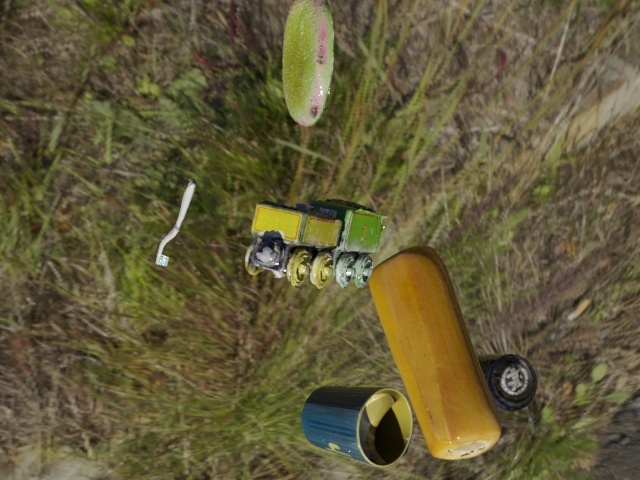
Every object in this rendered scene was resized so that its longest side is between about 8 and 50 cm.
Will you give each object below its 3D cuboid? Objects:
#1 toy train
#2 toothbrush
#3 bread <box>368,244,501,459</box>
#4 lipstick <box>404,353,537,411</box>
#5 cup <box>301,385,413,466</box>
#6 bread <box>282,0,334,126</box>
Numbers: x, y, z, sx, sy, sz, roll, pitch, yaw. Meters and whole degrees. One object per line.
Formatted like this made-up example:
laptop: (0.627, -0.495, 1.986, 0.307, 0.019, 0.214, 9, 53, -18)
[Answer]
toy train: (0.000, 0.000, 0.841, 0.060, 0.202, 0.081, 14, 93, 24)
toothbrush: (-0.209, -0.023, 1.352, 0.022, 0.204, 0.017, 20, 49, -9)
bread: (0.125, 0.123, 1.038, 0.093, 0.074, 0.239, -23, 73, 15)
lipstick: (0.195, 0.197, 1.312, 0.081, 0.300, 0.081, 3, 82, -19)
cup: (0.070, 0.319, 1.612, 0.155, 0.176, 0.131, 0, 56, 47)
bread: (-0.026, -0.298, 1.520, 0.034, 0.228, 0.228, 2, 78, -18)
